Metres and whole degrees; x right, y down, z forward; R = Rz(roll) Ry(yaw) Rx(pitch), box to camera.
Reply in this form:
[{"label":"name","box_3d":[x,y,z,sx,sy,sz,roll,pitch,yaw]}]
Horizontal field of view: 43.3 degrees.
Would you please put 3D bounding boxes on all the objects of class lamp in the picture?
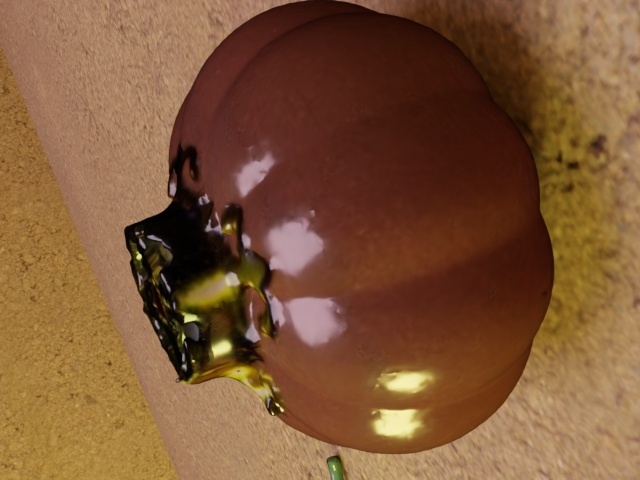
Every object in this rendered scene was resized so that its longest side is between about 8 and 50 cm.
[{"label":"lamp","box_3d":[0.000,0.000,0.531,0.305,0.240,0.305,49,151,40]}]

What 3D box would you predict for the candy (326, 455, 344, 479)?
[{"label":"candy","box_3d":[0.061,0.489,1.026,0.119,0.119,0.439,-14,89,67]}]
